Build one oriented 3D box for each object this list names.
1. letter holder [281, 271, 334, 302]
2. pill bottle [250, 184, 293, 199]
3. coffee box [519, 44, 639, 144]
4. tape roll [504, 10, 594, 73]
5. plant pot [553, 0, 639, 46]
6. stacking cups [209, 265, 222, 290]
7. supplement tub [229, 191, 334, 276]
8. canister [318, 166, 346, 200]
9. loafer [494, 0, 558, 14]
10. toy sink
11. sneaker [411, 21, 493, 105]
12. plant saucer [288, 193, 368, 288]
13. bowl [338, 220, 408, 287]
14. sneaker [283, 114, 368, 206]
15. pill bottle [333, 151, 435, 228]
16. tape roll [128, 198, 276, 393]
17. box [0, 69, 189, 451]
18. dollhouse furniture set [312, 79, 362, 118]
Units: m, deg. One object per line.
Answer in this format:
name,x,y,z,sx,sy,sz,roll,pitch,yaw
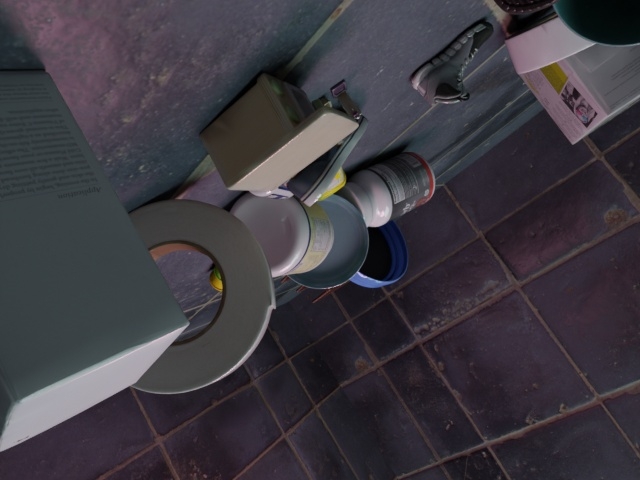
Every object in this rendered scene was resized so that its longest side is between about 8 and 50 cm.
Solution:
letter holder,0.027,0.119,1.752,0.301,0.152,0.214,-24,165,-47
pill bottle,-0.121,-0.147,1.082,0.094,0.094,0.169,-36,169,16
coffee box,0.912,-0.579,1.507,0.337,0.338,0.334,-34,170,8
tape roll,0.633,-0.545,1.206,0.286,0.100,0.286,-27,-165,8
plant pot,0.651,-0.580,0.927,0.235,0.293,0.293,-45,176,-27
stacking cups,-0.294,0.068,1.559,0.096,0.096,0.316,-25,165,-35
supplement tub,-0.100,-0.019,1.334,0.235,0.236,0.324,-36,169,14
canister,0.009,-0.187,1.345,0.126,0.073,0.170,-33,168,0
loafer,0.475,-0.536,0.824,0.130,0.134,0.365,-41,-164,-32
toy sink,-0.075,-0.207,0.854,0.234,0.131,0.152,-33,171,25
sneaker,0.351,-0.416,1.150,0.228,0.132,0.086,-36,169,17
plant saucer,0.000,0.000,1.537,0.317,0.318,0.044,-34,-177,5
bowl,0.155,-0.003,1.731,0.391,0.391,0.077,-22,164,-47
sneaker,0.006,-0.223,1.070,0.126,0.127,0.321,-43,-168,47
pill bottle,0.222,-0.172,1.667,0.362,0.210,0.210,-26,168,-32
tape roll,-0.288,0.108,0.947,0.391,0.392,0.072,-32,169,-7
box,-0.331,0.017,0.520,0.168,0.346,0.215,-22,165,-45
dollhouse furniture set,0.032,-0.269,1.016,0.114,0.081,0.091,-34,169,3
